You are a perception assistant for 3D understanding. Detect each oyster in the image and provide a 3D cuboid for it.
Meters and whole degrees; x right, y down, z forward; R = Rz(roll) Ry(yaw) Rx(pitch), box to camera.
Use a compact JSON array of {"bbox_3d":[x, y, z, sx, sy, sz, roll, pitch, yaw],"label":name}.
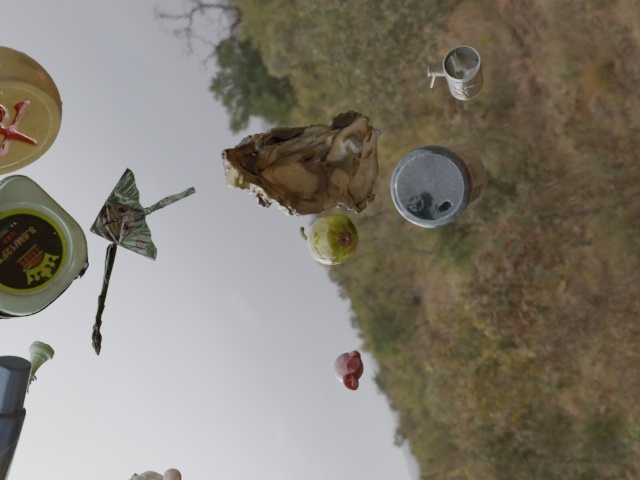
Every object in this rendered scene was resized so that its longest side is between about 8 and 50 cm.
[{"bbox_3d":[-0.017,-0.094,0.938,0.345,0.079,0.128,-11,-63,-59],"label":"oyster"}]

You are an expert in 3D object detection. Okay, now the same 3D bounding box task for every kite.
[{"bbox_3d":[-0.393,-0.061,1.776,0.012,0.250,0.229,74,174,-78],"label":"kite"}]

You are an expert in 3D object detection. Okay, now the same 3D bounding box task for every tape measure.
[{"bbox_3d":[-0.494,0.032,1.259,0.207,0.235,0.115,49,164,-25],"label":"tape measure"}]

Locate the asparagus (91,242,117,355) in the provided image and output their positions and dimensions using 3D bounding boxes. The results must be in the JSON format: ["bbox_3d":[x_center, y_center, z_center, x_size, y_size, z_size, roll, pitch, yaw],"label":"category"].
[{"bbox_3d":[-0.400,0.104,1.473,0.022,0.023,0.232,106,166,-57],"label":"asparagus"}]

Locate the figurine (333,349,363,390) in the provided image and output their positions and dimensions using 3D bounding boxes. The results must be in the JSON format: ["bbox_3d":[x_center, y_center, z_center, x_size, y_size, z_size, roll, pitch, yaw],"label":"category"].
[{"bbox_3d":[0.062,0.277,1.747,0.067,0.083,0.071,22,-173,-5],"label":"figurine"}]

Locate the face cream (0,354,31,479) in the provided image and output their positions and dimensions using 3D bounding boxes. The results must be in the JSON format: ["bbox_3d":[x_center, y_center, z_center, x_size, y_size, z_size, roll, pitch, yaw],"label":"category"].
[{"bbox_3d":[-0.606,0.402,1.470,0.135,0.086,0.385,-43,-31,-81],"label":"face cream"}]

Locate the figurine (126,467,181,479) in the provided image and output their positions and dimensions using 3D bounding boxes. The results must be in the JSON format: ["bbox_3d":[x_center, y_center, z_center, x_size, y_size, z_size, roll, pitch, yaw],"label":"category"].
[{"bbox_3d":[-0.310,0.539,1.573,0.257,0.145,0.181,30,118,29],"label":"figurine"}]

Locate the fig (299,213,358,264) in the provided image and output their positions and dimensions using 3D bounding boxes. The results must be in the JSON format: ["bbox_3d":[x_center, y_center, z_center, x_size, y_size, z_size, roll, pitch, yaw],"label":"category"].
[{"bbox_3d":[0.015,0.001,1.401,0.093,0.093,0.166,66,168,0],"label":"fig"}]

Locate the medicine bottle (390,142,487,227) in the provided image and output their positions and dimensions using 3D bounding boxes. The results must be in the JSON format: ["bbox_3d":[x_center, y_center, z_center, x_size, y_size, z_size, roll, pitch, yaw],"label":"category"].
[{"bbox_3d":[0.228,-0.109,1.469,0.141,0.141,0.293,66,-159,0],"label":"medicine bottle"}]

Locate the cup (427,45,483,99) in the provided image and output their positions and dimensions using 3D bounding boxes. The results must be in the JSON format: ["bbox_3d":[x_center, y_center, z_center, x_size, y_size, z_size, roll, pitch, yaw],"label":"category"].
[{"bbox_3d":[0.269,-0.318,1.568,0.074,0.102,0.099,65,-173,22],"label":"cup"}]

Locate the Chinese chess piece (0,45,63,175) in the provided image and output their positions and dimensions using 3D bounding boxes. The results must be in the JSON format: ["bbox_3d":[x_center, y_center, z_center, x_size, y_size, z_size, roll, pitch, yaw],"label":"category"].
[{"bbox_3d":[-0.586,-0.224,1.415,0.097,0.251,0.251,56,176,31],"label":"Chinese chess piece"}]

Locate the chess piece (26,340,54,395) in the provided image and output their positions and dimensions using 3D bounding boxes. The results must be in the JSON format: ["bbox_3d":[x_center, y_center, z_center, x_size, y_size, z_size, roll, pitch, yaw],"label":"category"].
[{"bbox_3d":[-0.650,0.300,1.780,0.059,0.059,0.149,64,-147,-44],"label":"chess piece"}]
